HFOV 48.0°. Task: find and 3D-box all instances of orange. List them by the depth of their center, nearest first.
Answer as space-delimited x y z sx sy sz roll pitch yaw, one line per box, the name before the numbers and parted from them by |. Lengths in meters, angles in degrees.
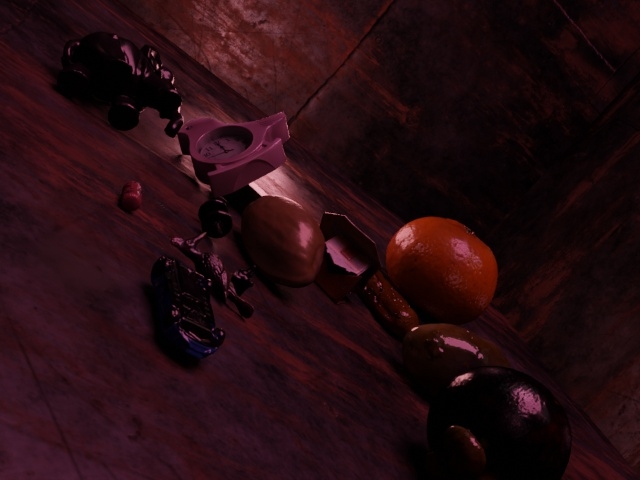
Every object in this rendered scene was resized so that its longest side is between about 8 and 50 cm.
orange | 0.439 0.096 2.555 0.424 0.326 0.424 40 10 -9

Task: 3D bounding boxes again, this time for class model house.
model house | 0.027 0.056 1.904 0.219 0.207 0.136 45 49 14

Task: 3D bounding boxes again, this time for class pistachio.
pistachio | -0.087 0.002 1.677 0.162 0.181 0.293 83 -19 -45

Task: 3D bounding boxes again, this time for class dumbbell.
dumbbell | -0.235 -0.048 1.603 0.069 0.069 0.147 34 14 -31

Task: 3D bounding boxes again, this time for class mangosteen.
mangosteen | 0.325 0.378 1.356 0.288 0.288 0.288 39 12 -10

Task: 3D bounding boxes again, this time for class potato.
potato | 0.341 0.318 1.787 0.307 0.210 0.173 31 -13 -11

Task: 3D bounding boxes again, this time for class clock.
clock | -0.221 -0.263 1.928 0.275 0.290 0.080 44 -27 41

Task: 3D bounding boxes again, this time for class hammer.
hammer | -0.366 -0.087 1.398 0.043 0.043 0.083 36 14 -24

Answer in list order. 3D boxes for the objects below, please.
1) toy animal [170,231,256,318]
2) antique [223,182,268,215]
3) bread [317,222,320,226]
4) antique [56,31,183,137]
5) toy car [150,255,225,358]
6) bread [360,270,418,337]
toy animal | -0.198 0.057 1.354 0.202 0.070 0.105 42 30 -14
antique | -0.191 -0.109 1.937 0.221 0.080 0.081 43 11 16
bread | 0.000 0.000 2.121 0.211 0.083 0.114 35 8 -27
antique | -0.490 -0.404 1.807 0.322 0.185 0.255 30 17 -29
toy car | -0.214 0.108 1.124 0.103 0.063 0.216 32 21 -34
bread | 0.176 0.156 2.113 0.124 0.084 0.344 31 15 -41
